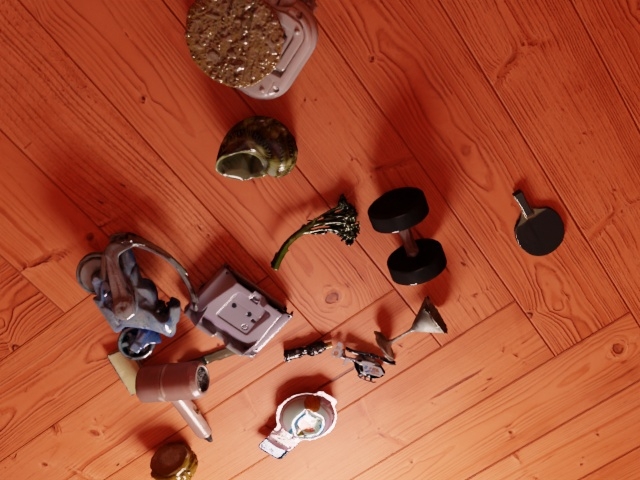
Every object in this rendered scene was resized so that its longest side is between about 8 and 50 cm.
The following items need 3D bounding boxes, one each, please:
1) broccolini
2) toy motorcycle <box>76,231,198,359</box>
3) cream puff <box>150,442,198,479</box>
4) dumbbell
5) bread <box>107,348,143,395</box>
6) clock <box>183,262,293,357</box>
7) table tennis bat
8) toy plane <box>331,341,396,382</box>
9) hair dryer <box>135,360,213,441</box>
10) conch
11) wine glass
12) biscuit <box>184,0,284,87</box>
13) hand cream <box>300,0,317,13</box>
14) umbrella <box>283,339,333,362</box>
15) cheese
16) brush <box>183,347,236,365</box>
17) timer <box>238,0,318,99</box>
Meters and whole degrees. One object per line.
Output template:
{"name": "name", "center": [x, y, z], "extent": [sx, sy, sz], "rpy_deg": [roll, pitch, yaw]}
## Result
{"name": "broccolini", "center": [-0.008, 0.004, 1.784], "extent": [0.271, 0.062, 0.123], "rpy_deg": [-37, 98, 7]}
{"name": "toy motorcycle", "center": [-0.454, 0.138, 1.729], "extent": [0.241, 0.182, 0.319], "rpy_deg": [-19, 110, 20]}
{"name": "cream puff", "center": [-0.430, 0.670, 2.039], "extent": [0.144, 0.126, 0.103], "rpy_deg": [-14, 132, 12]}
{"name": "dumbbell", "center": [0.221, -0.011, 1.746], "extent": [0.152, 0.152, 0.218], "rpy_deg": [-21, 115, 5]}
{"name": "bread", "center": [-0.537, 0.366, 1.934], "extent": [0.068, 0.028, 0.154], "rpy_deg": [-21, 115, 5]}
{"name": "clock", "center": [-0.221, 0.194, 1.846], "extent": [0.253, 0.083, 0.186], "rpy_deg": [37, 107, -20]}
{"name": "table tennis bat", "center": [0.572, -0.048, 1.832], "extent": [0.130, 0.019, 0.220], "rpy_deg": [-33, 116, 10]}
{"name": "toy plane", "center": [0.118, 0.351, 1.973], "extent": [0.197, 0.053, 0.078], "rpy_deg": [22, 104, -16]}
{"name": "hair dryer", "center": [-0.368, 0.475, 1.964], "extent": [0.189, 0.107, 0.344], "rpy_deg": [-9, 131, 17]}
{"name": "conch", "center": [-0.142, -0.214, 1.638], "extent": [0.181, 0.124, 0.187], "rpy_deg": [28, 136, -27]}
{"name": "wine glass", "center": [0.248, 0.249, 1.905], "extent": [0.183, 0.122, 0.122], "rpy_deg": [-33, 114, 18]}
{"name": "biscuit", "center": [-0.184, -0.432, 1.462], "extent": [0.219, 0.033, 0.220], "rpy_deg": [3, 119, 6]}
{"name": "hand cream", "center": [-0.070, -0.472, 1.561], "extent": [0.067, 0.043, 0.210], "rpy_deg": [33, 114, -12]}
{"name": "umbrella", "center": [-0.036, 0.312, 1.945], "extent": [0.144, 0.040, 0.037], "rpy_deg": [-15, 108, 1]}
{"name": "cheese", "center": [-0.065, 0.548, 2.038], "extent": [0.189, 0.074, 0.286], "rpy_deg": [38, 108, -19]}
{"name": "brush", "center": [-0.308, 0.336, 1.939], "extent": [0.190, 0.027, 0.034], "rpy_deg": [-20, 118, 4]}
{"name": "timer", "center": [-0.151, -0.452, 1.515], "extent": [0.262, 0.087, 0.237], "rpy_deg": [33, 117, -9]}
